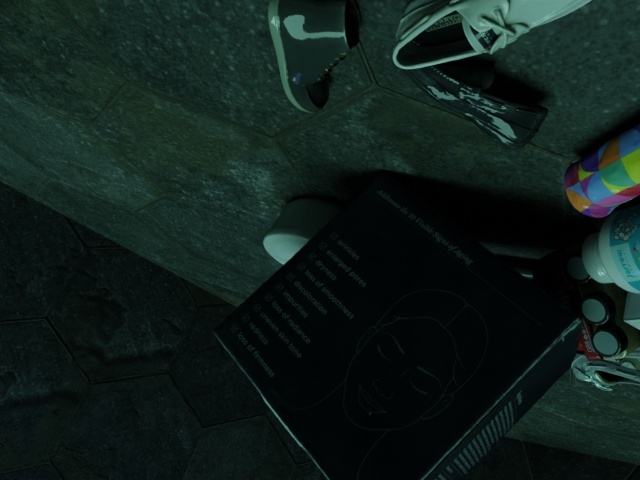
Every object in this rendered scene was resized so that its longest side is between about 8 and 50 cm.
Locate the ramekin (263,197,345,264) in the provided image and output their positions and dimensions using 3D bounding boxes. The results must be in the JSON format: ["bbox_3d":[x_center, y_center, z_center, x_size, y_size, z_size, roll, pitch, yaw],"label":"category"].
[{"bbox_3d":[0.000,0.000,1.438,0.273,0.127,0.273,19,158,8],"label":"ramekin"}]

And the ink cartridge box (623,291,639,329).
[{"bbox_3d":[0.666,0.112,1.013,0.219,0.160,0.092,26,159,-14],"label":"ink cartridge box"}]

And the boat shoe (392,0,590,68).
[{"bbox_3d":[0.195,-0.262,0.661,0.267,0.088,0.096,2,151,43],"label":"boat shoe"}]

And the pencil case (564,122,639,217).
[{"bbox_3d":[0.447,-0.109,0.779,0.104,0.104,0.236,26,160,-9],"label":"pencil case"}]

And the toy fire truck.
[{"bbox_3d":[0.492,0.123,1.131,0.158,0.217,0.246,-16,175,-37],"label":"toy fire truck"}]

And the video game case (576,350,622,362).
[{"bbox_3d":[0.581,0.209,1.305,0.248,0.035,0.275,5,-172,38],"label":"video game case"}]

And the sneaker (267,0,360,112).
[{"bbox_3d":[0.005,-0.266,0.846,0.118,0.083,0.222,13,157,20],"label":"sneaker"}]

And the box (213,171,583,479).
[{"bbox_3d":[0.143,0.209,1.105,0.480,0.472,0.297,43,174,33],"label":"box"}]

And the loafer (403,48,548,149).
[{"bbox_3d":[0.215,-0.215,0.800,0.223,0.076,0.078,31,122,-5],"label":"loafer"}]

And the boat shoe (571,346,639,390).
[{"bbox_3d":[0.809,0.362,1.557,0.118,0.103,0.320,26,159,-11],"label":"boat shoe"}]

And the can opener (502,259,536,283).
[{"bbox_3d":[0.432,0.079,1.319,0.283,0.076,0.095,8,-172,30],"label":"can opener"}]

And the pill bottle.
[{"bbox_3d":[0.546,0.004,0.884,0.146,0.146,0.264,28,158,-15],"label":"pill bottle"}]
